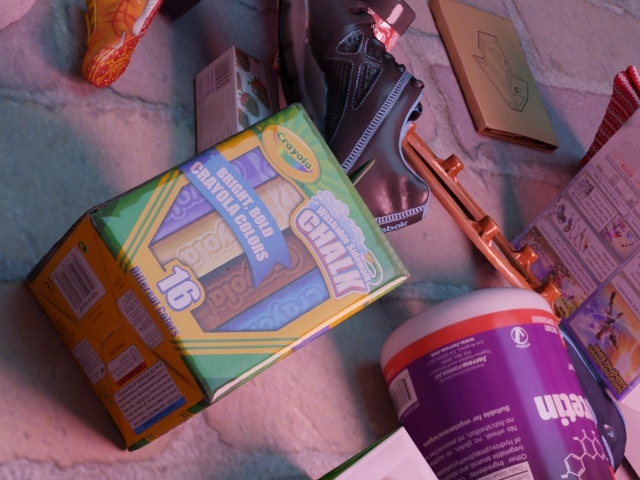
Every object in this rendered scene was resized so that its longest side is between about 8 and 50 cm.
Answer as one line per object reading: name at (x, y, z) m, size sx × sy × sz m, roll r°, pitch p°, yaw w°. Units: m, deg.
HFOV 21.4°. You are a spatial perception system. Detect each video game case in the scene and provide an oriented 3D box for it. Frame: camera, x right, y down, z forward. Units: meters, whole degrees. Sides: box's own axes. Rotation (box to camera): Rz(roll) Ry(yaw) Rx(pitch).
video game case at (0.367, 0.015, 1.903) m, size 0.061 × 0.244 × 0.269 m, roll 25°, pitch 24°, yaw -43°

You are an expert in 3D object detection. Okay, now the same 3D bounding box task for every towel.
towel at (0.390, -0.075, 2.108) m, size 0.275 × 0.031 × 0.199 m, roll 93°, pitch -21°, yaw -69°

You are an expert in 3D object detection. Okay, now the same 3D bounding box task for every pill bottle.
pill bottle at (0.185, 0.219, 1.634) m, size 0.181 × 0.181 × 0.323 m, roll 8°, pitch 57°, yaw -48°

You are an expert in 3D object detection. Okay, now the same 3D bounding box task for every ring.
ring at (0.157, -0.047, 1.828) m, size 0.336 × 0.032 × 0.336 m, roll 48°, pitch 9°, yaw -10°

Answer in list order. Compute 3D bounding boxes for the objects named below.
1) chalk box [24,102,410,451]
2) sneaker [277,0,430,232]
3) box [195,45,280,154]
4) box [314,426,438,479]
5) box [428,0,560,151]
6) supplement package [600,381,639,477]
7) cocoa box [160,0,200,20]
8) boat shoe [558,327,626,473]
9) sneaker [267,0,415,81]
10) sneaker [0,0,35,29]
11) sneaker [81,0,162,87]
chalk box at (-0.064, 0.019, 1.421) m, size 0.289 × 0.180 × 0.179 m, roll -29°, pitch 85°, yaw -33°
sneaker at (0.029, -0.160, 1.679) m, size 0.125 × 0.140 × 0.340 m, roll 94°, pitch -7°, yaw -73°
box at (-0.076, -0.044, 1.639) m, size 0.063 × 0.067 × 0.324 m, roll 27°, pitch 43°, yaw -35°
box at (0.031, 0.320, 1.416) m, size 0.231 × 0.127 × 0.262 m, roll 57°, pitch 33°, yaw 5°
box at (0.226, -0.215, 2.188) m, size 0.164 × 0.021 × 0.201 m, roll 9°, pitch 55°, yaw -47°
supplement package at (0.482, 0.180, 2.000) m, size 0.198 × 0.199 × 0.263 m, roll 56°, pitch 30°, yaw 2°
cocoa box at (-0.170, -0.448, 1.715) m, size 0.347 × 0.228 × 0.231 m, roll 43°, pitch 36°, yaw -18°
boat shoe at (0.253, 0.164, 1.830) m, size 0.258 × 0.109 × 0.089 m, roll 39°, pitch 37°, yaw -20°
sneaker at (-0.020, -0.245, 1.851) m, size 0.090 × 0.145 × 0.270 m, roll 40°, pitch 0°, yaw -40°
sneaker at (-0.301, -0.283, 1.567) m, size 0.126 × 0.091 × 0.240 m, roll 33°, pitch 37°, yaw -1°
sneaker at (-0.205, -0.204, 1.634) m, size 0.067 × 0.064 × 0.175 m, roll 26°, pitch 35°, yaw -7°
